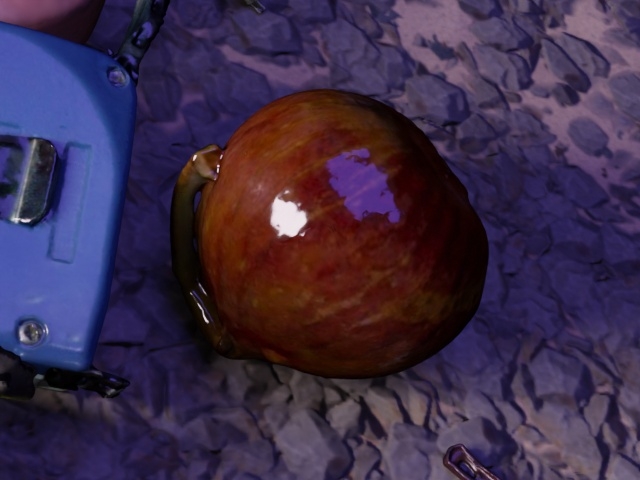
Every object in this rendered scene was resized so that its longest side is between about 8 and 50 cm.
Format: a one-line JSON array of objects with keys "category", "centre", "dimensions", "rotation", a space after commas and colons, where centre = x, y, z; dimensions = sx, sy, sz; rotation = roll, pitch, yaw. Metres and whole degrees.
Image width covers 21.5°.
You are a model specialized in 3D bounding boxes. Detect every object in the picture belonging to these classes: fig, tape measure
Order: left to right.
[{"category": "tape measure", "centre": [-0.196, -0.091, 1.022], "dimensions": [0.215, 0.098, 0.351], "rotation": [12, 70, -16]}, {"category": "fig", "centre": [0.001, 0.001, 1.066], "dimensions": [0.205, 0.205, 0.205], "rotation": [13, 50, -16]}]

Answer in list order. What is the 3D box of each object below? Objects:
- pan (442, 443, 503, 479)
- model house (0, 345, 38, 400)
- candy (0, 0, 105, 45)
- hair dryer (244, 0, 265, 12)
[{"category": "pan", "centre": [0.165, 0.198, 1.074], "dimensions": [0.212, 0.040, 0.115], "rotation": [42, 58, 12]}, {"category": "model house", "centre": [-0.275, 0.179, 0.824], "dimensions": [0.218, 0.205, 0.278], "rotation": [10, 83, -22]}, {"category": "candy", "centre": [-0.266, -0.215, 1.156], "dimensions": [0.255, 0.094, 0.255], "rotation": [13, 51, -17]}, {"category": "hair dryer", "centre": [-0.122, -0.272, 1.293], "dimensions": [0.199, 0.067, 0.167], "rotation": [49, 0, -37]}]
